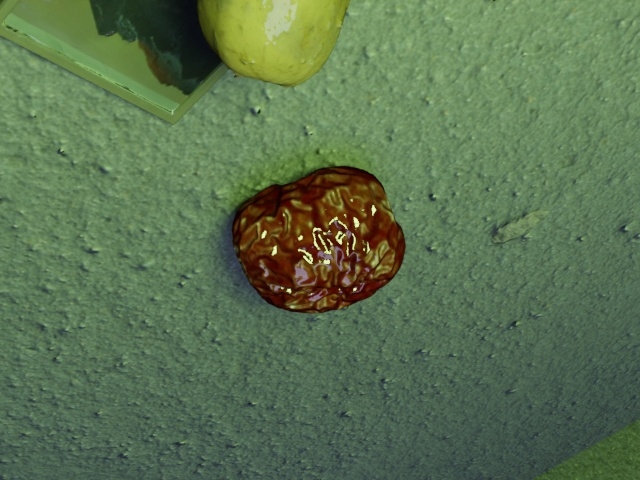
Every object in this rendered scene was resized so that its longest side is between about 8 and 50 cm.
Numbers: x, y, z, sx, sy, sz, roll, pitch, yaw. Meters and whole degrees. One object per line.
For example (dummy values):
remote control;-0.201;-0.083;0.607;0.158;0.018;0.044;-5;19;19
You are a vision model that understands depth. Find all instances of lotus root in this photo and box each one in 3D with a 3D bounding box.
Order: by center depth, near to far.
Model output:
lotus root;-0.026;-0.313;0.804;0.152;0.169;0.342;17;113;4

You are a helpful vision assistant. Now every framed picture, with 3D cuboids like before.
framed picture;-0.214;-0.250;0.970;0.192;0.018;0.265;-40;137;26

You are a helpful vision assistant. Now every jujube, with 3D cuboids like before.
jujube;0.000;0.000;1.224;0.232;0.212;0.213;-22;142;4

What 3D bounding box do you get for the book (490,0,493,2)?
book;0.278;-0.388;0.976;0.231;0.026;0.157;-27;141;13
